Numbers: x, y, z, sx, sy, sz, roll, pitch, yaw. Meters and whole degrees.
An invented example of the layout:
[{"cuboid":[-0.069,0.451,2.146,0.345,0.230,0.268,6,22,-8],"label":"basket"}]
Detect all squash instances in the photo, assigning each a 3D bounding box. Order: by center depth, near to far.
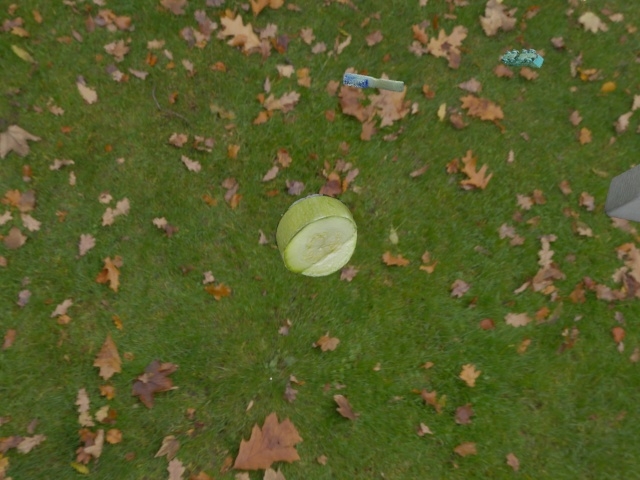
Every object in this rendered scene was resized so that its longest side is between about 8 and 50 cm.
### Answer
[{"cuboid":[0.002,0.004,1.269,0.220,0.133,0.220,-8,119,-15],"label":"squash"}]

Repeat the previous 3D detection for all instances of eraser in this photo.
[{"cuboid":[0.745,-0.072,0.961,0.353,0.077,0.111,14,58,25],"label":"eraser"}]

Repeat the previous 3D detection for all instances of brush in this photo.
[{"cuboid":[0.141,-0.429,1.386,0.179,0.033,0.030,18,43,25],"label":"brush"}]

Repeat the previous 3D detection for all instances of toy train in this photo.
[{"cuboid":[0.437,-0.395,1.105,0.045,0.092,0.029,23,93,-31],"label":"toy train"}]
